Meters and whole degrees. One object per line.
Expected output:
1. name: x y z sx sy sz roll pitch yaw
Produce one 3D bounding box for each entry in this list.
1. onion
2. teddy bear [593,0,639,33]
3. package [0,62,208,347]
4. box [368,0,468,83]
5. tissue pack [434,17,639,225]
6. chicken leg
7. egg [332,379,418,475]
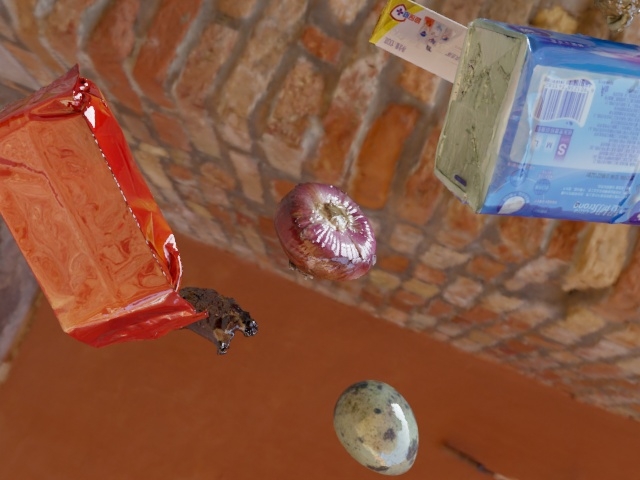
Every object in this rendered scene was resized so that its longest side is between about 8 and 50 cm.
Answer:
1. onion: 0.000 0.000 1.616 0.163 0.230 0.230 -56 174 35
2. teddy bear: 0.592 -0.540 1.591 0.256 0.156 0.267 78 25 -69
3. package: -0.342 -0.031 1.208 0.123 0.196 0.423 -60 126 -76
4. box: 0.232 -0.344 1.477 0.097 0.265 0.168 -64 175 16
5. tissue pack: 0.287 -0.131 0.924 0.146 0.263 0.198 -124 -139 -59
6. chicken leg: -0.210 0.137 1.470 0.063 0.234 0.105 42 69 -56
7. egg: 0.103 0.335 1.463 0.141 0.182 0.141 -36 177 -2
